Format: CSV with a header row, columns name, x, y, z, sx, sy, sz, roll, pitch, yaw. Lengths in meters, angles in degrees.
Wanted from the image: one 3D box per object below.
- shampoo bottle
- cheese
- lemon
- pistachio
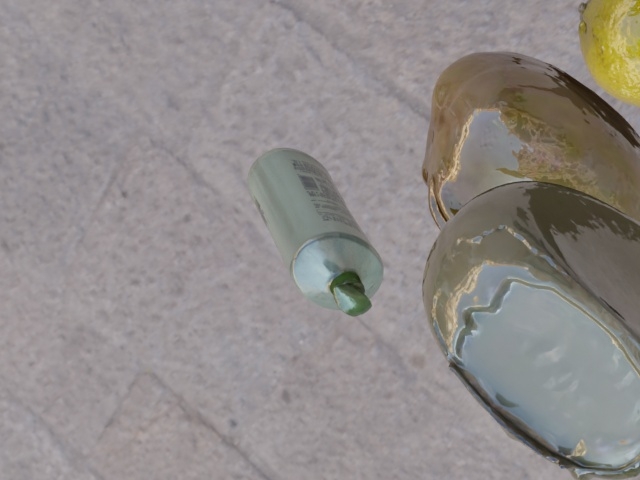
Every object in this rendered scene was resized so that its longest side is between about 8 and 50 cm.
name,x,y,z,sx,sy,sz,roll,pitch,yaw
shampoo bottle,0.000,0.000,1.028,0.087,0.234,0.118,-43,128,11
cheese,0.154,0.038,0.592,0.175,0.202,0.091,46,123,15
lemon,0.448,-0.268,1.285,0.231,0.192,0.192,22,121,12
pistachio,0.226,-0.078,0.963,0.261,0.212,0.163,16,166,-15
